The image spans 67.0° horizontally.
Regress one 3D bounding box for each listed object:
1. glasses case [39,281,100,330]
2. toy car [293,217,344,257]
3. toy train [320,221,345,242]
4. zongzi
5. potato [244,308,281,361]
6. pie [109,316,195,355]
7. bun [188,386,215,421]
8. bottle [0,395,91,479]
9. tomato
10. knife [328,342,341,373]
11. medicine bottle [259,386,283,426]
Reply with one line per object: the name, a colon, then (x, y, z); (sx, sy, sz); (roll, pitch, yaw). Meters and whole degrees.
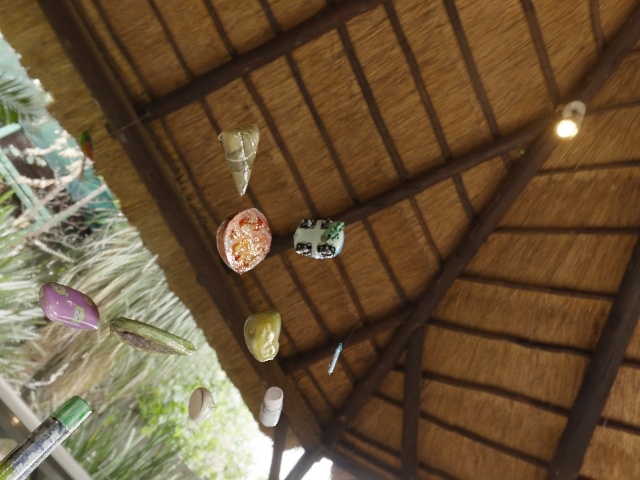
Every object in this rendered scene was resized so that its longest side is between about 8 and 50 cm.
glasses case: (-0.817, 0.221, 1.589); (0.316, 0.076, 0.123); (84, -16, -71)
toy car: (0.000, 0.000, 2.379); (0.256, 0.188, 0.190); (1, -17, 22)
toy train: (0.056, -0.038, 2.129); (0.071, 0.148, 0.038); (-10, -65, 34)
zongzi: (-0.205, -0.230, 1.342); (0.079, 0.160, 0.176); (-3, -68, 21)
potato: (-0.217, 0.362, 1.855); (0.157, 0.157, 0.193); (-21, -105, 56)
pie: (-0.607, 0.347, 1.715); (0.324, 0.070, 0.323); (13, -24, 6)
bun: (-0.481, 0.681, 2.001); (0.094, 0.138, 0.138); (23, -18, -33)
bottle: (-0.899, 0.651, 1.559); (0.093, 0.330, 0.093); (17, -50, 21)
tomato: (-0.414, -0.014, 2.490); (0.144, 0.338, 0.338); (8, -50, 36)
knife: (0.058, 0.489, 2.000); (0.026, 0.044, 0.296); (30, -35, 14)
medicine bottle: (-0.192, 0.654, 1.909); (0.084, 0.083, 0.203); (36, -43, 19)
